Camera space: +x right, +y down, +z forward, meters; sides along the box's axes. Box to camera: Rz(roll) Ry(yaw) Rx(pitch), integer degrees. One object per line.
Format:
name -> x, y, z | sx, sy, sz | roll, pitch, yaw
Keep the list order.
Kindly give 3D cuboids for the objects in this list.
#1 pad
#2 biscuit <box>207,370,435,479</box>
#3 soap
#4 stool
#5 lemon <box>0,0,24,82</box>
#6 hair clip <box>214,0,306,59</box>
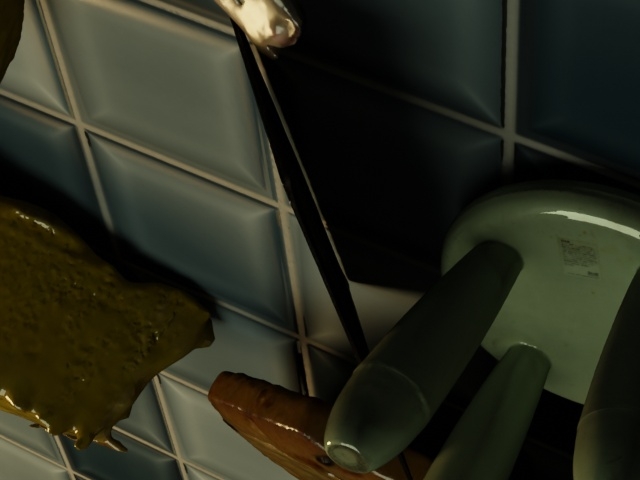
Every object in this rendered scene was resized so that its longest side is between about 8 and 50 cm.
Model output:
pad -> 0.001, 0.000, 0.998 | 0.005, 0.202, 0.299 | -20, 135, 2
biscuit -> 0.074, 0.194, 1.230 | 0.359, 0.046, 0.359 | 29, 169, 6
soap -> -0.291, 0.014, 1.271 | 0.339, 0.169, 0.304 | 15, 163, 31
stool -> 0.133, 0.097, 0.939 | 0.195, 0.198, 0.195 | 7, 140, 25
lemon -> -0.274, -0.155, 0.991 | 0.192, 0.192, 0.231 | 14, 144, 31
hair clip -> -0.121, -0.209, 0.866 | 0.300, 0.069, 0.173 | 37, 150, -13
